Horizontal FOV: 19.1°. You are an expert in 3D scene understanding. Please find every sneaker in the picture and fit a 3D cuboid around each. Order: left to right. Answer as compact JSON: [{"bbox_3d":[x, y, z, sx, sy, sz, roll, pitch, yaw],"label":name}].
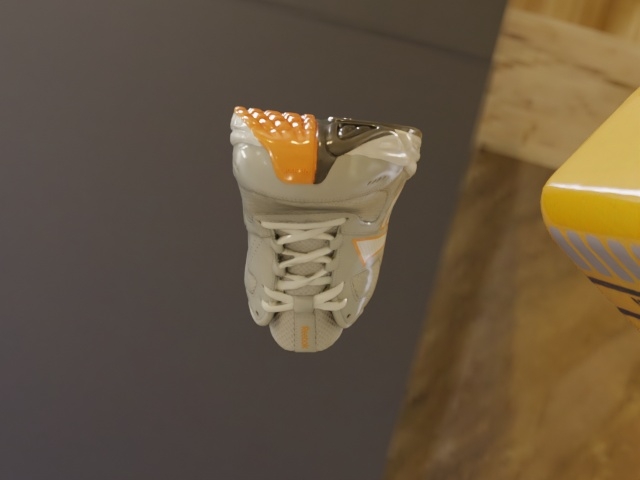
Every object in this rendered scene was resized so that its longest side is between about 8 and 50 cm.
[{"bbox_3d":[0.000,0.000,1.027,0.099,0.121,0.262,7,-5,6],"label":"sneaker"}]

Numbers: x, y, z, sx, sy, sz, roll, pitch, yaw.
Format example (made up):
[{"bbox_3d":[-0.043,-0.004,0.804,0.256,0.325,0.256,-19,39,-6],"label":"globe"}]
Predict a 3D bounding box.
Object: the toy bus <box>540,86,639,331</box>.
[{"bbox_3d":[0.191,0.002,0.721,0.130,0.108,0.332,47,-3,-7],"label":"toy bus"}]
